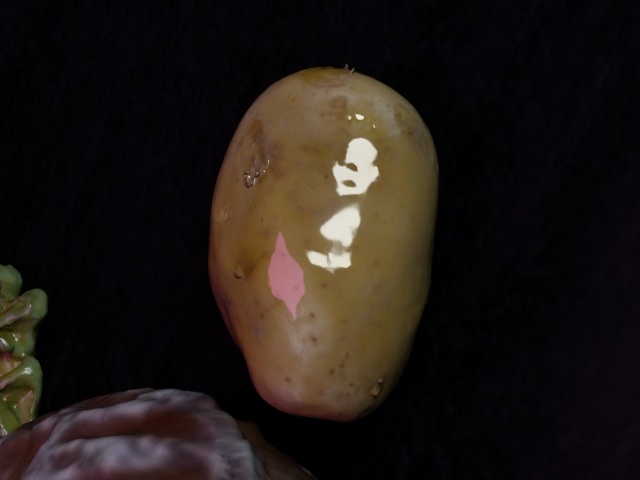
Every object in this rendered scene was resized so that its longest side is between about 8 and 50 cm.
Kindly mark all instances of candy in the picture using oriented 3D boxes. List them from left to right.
[{"bbox_3d":[-0.125,0.192,0.833,0.289,0.157,0.214,-20,45,29],"label":"candy"}]

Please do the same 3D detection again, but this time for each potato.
[{"bbox_3d":[0.000,0.000,0.774,0.118,0.109,0.178,5,89,64],"label":"potato"}]

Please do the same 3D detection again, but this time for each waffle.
[{"bbox_3d":[-0.262,0.099,1.048,0.223,0.054,0.204,8,96,40],"label":"waffle"}]
